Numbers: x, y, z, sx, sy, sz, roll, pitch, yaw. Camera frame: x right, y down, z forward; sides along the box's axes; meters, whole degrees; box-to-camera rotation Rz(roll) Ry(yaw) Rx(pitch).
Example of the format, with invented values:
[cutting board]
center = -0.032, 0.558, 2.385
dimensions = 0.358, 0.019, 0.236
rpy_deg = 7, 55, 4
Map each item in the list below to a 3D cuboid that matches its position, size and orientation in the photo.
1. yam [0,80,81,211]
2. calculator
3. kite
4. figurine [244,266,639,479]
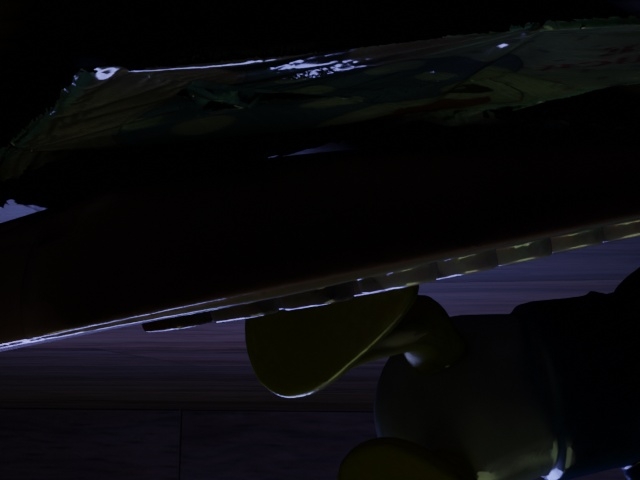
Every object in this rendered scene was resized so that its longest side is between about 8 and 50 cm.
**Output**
[yam]
center = -0.083, -0.014, 0.767
dimensions = 0.045, 0.045, 0.327
rpy_deg = 46, -178, 16
[calculator]
center = 0.000, 0.000, 0.664
dimensions = 0.330, 0.048, 0.220
rpy_deg = -7, 175, -39
[kite]
center = 0.022, -0.038, 0.543
dimensions = 0.335, 0.011, 0.314
rpy_deg = -10, 175, 29
[figurine]
center = 0.169, 0.052, 0.933
dimensions = 0.284, 0.204, 0.338
rpy_deg = -12, 177, 29
